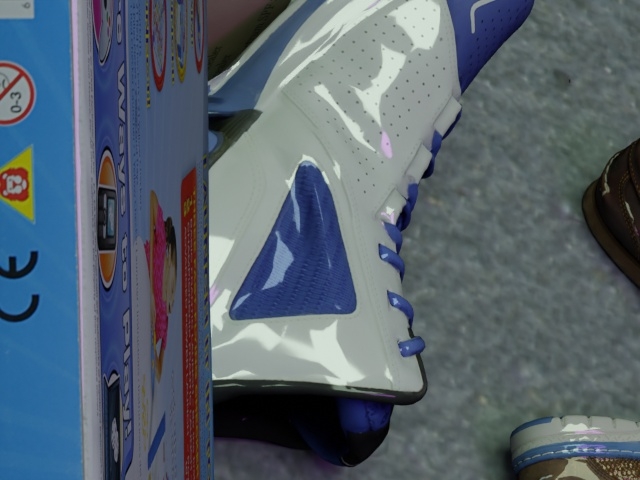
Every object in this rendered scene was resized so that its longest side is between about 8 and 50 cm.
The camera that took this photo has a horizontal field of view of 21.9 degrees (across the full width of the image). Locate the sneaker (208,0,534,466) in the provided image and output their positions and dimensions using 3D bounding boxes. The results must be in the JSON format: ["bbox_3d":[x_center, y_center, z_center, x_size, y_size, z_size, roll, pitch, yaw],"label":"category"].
[{"bbox_3d":[-0.001,0.001,0.772,0.315,0.127,0.182,-38,86,-27],"label":"sneaker"}]

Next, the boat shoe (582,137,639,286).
[{"bbox_3d":[0.229,0.028,0.873,0.207,0.073,0.073,43,55,2],"label":"boat shoe"}]

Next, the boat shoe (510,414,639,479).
[{"bbox_3d":[0.181,0.127,0.810,0.183,0.066,0.066,3,67,-10],"label":"boat shoe"}]

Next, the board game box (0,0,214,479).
[{"bbox_3d":[-0.090,0.031,0.525,0.086,0.302,0.308,0,98,1],"label":"board game box"}]

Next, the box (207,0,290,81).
[{"bbox_3d":[-0.171,-0.111,0.736,0.311,0.148,0.121,-21,74,-29],"label":"box"}]
